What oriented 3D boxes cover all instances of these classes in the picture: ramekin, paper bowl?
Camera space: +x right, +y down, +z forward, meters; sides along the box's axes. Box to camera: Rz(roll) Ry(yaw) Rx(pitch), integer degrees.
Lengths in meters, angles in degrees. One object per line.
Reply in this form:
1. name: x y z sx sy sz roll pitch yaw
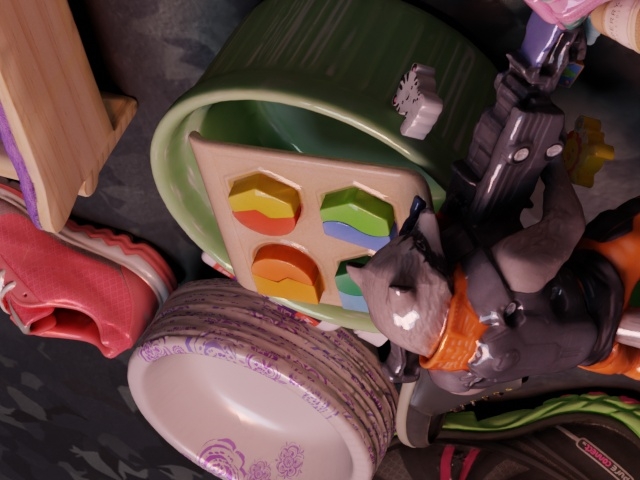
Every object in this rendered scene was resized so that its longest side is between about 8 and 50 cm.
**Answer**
1. ramekin: 0.024 -0.070 1.335 0.303 0.148 0.303 19 148 12
2. paper bowl: -0.050 0.146 1.692 0.284 0.148 0.284 19 143 14

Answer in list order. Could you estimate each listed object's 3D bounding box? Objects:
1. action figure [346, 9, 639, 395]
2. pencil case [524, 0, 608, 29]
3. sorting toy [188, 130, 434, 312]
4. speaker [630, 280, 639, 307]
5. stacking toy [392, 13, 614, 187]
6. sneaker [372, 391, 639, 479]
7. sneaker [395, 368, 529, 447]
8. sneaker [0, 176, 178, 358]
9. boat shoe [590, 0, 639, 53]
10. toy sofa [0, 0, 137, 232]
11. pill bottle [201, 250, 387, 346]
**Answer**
1. action figure: 0.184 0.008 1.131 0.330 0.178 0.341 -4 130 -21
2. pencil case: 0.240 -0.219 0.919 0.284 0.124 0.124 -18 129 26
3. sorting toy: 0.000 0.000 1.274 0.208 0.038 0.193 13 146 21
4. speaker: 0.364 0.120 1.386 0.131 0.131 0.296 -9 133 43
5. stacking toy: 0.173 -0.140 1.142 0.167 0.052 0.221 14 131 -24
6. sneaker: 0.166 0.298 1.683 0.185 0.202 0.483 42 139 -21
7. sneaker: 0.147 0.149 1.607 0.118 0.083 0.222 18 138 12
8. sneaker: -0.320 0.030 1.739 0.314 0.136 0.116 20 147 10
9. boat shoe: 0.243 -0.167 1.048 0.059 0.170 0.063 23 123 41
10. toy sofa: -0.294 -0.181 1.379 0.150 0.177 0.362 14 147 19
11. pill bottle: -0.007 0.020 1.525 0.193 0.108 0.108 31 148 -6
